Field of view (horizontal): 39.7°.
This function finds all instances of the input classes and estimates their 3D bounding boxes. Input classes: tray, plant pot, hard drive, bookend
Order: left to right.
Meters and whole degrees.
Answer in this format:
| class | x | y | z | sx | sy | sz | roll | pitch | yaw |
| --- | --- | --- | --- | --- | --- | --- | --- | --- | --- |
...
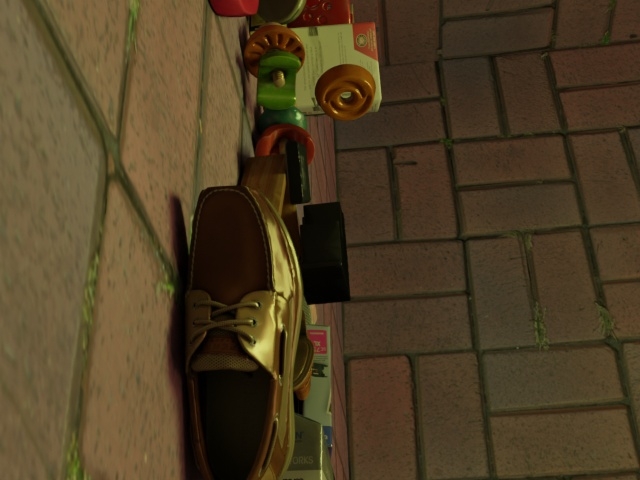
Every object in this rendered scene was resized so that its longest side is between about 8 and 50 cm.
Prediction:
| class | x | y | z | sx | sy | sz | roll | pitch | yaw |
| --- | --- | --- | --- | --- | --- | --- | --- | --- | --- |
| tray | -0.079 | 0.052 | 1.244 | 0.411 | 0.076 | 0.203 | -88 | 172 | -62 |
| hard drive | -0.034 | -0.104 | 1.371 | 0.135 | 0.022 | 0.094 | -35 | 120 | -84 |
| plant pot | -0.020 | -0.450 | 1.846 | 0.191 | 0.174 | 0.191 | -5 | 90 | -85 |
| bookend | 0.000 | 0.000 | 1.378 | 0.157 | 0.072 | 0.156 | 73 | 12 | -66 |

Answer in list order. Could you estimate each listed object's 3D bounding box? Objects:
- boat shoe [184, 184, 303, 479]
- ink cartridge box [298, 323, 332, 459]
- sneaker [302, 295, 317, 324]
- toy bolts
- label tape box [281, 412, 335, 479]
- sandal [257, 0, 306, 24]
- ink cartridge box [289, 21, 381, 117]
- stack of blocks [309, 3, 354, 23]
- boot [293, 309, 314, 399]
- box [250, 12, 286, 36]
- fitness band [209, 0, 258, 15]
| class | x | y | z | sx | sy | sz | roll | pitch | yaw |
| --- | --- | --- | --- | --- | --- | --- | --- | --- | --- |
| boat shoe | -0.080 | 0.105 | 0.897 | 0.120 | 0.122 | 0.324 | -1 | 86 | -82 |
| ink cartridge box | -0.012 | 0.340 | 1.699 | 0.186 | 0.065 | 0.311 | 96 | -3 | -50 |
| sneaker | -0.034 | 0.131 | 1.869 | 0.070 | 0.051 | 0.134 | 75 | 15 | -74 |
| toy bolts | -0.031 | -0.253 | 1.513 | 0.158 | 0.218 | 0.228 | -99 | -162 | -46 |
| label tape box | -0.035 | 0.362 | 1.271 | 0.241 | 0.106 | 0.334 | 80 | 7 | -55 |
| sandal | -0.098 | -0.518 | 1.511 | 0.086 | 0.120 | 0.303 | -21 | 105 | -59 |
| ink cartridge box | 0.000 | -0.321 | 1.697 | 0.092 | 0.218 | 0.159 | 92 | -6 | -83 |
| stack of blocks | -0.007 | -0.408 | 1.996 | 0.087 | 0.171 | 0.297 | 80 | 8 | -46 |
| boot | -0.041 | 0.229 | 1.557 | 0.197 | 0.073 | 0.152 | -84 | 173 | -53 |
| box | -0.095 | -0.439 | 1.643 | 0.087 | 0.058 | 0.232 | 77 | 10 | -56 |
| fitness band | -0.130 | -0.426 | 1.266 | 0.291 | 0.054 | 0.209 | -72 | 159 | -76 |
